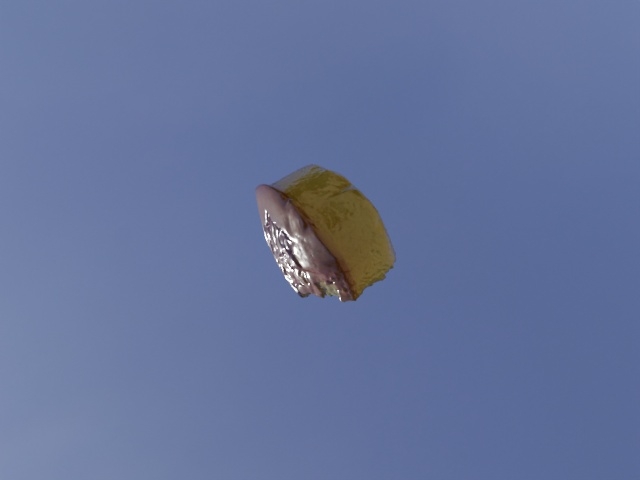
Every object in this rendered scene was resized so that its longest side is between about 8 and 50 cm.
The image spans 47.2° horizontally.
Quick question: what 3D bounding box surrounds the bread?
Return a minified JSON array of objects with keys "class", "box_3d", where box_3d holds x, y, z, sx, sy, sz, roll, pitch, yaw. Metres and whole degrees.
[{"class":"bread","box_3d":[-0.006,-0.009,0.680,0.086,0.156,0.125,-33,-81,-17]}]
